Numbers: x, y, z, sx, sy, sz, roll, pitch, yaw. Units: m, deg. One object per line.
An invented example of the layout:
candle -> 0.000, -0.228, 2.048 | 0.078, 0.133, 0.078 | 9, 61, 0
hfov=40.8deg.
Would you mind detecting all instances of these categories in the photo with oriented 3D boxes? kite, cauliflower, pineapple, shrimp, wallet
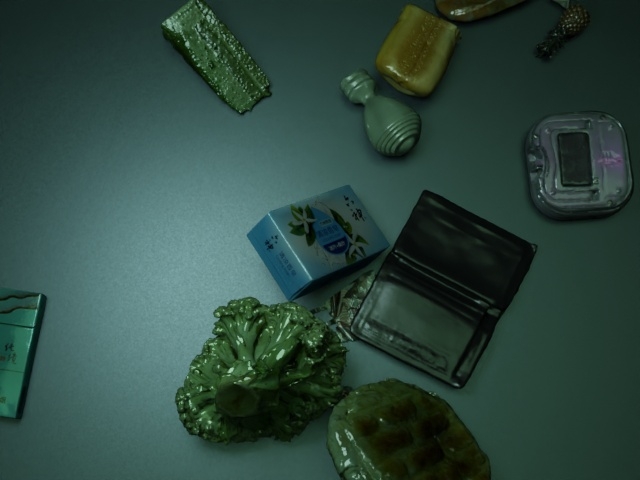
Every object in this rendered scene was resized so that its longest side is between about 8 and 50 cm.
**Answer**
kite -> 0.028, 0.142, 1.600 | 0.230, 0.016, 0.127 | -17, 75, -7
cauliflower -> -0.100, 0.235, 1.454 | 0.272, 0.250, 0.275 | 17, 97, 6
pineapple -> 0.474, -0.411, 1.701 | 0.124, 0.058, 0.058 | -42, 81, -8
shrimp -> 0.343, -0.511, 1.734 | 0.236, 0.053, 0.133 | -16, 58, 0
wallet -> 0.230, 0.089, 1.596 | 0.247, 0.041, 0.322 | 28, 76, 5

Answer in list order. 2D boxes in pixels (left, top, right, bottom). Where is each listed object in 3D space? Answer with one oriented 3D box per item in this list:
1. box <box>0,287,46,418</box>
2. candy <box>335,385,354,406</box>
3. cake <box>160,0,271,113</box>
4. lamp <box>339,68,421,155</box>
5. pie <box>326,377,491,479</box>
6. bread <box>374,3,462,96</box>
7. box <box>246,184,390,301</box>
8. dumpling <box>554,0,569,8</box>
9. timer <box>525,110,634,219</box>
box -> -0.605, 0.199, 1.568 | 0.162, 0.041, 0.229 | 8, 78, 1
candy -> 0.089, 0.336, 1.540 | 0.053, 0.046, 0.182 | -37, 75, -5
cake -> -0.200, -0.358, 1.666 | 0.100, 0.099, 0.235 | -41, 82, -7
lamp -> 0.116, -0.245, 1.644 | 0.106, 0.106, 0.193 | -32, 71, -7
pie -> 0.156, 0.354, 1.447 | 0.306, 0.071, 0.306 | 19, 43, -19
bread -> 0.187, -0.364, 1.674 | 0.134, 0.085, 0.173 | 29, 78, 3
box -> 0.000, 0.000, 1.532 | 0.232, 0.083, 0.142 | -22, 74, -46
dumpling -> 0.482, -0.504, 1.719 | 0.043, 0.059, 0.077 | 0, 79, 9
timer -> 0.493, -0.145, 1.636 | 0.191, 0.069, 0.208 | -5, 79, 1
